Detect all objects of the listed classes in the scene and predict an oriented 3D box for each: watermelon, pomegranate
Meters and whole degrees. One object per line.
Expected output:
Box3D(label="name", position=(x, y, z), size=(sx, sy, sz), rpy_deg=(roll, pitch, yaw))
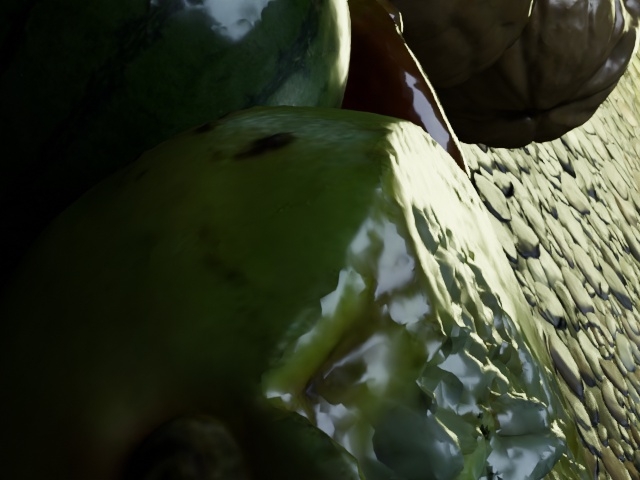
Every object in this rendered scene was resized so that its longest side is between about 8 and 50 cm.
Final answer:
Box3D(label="watermelon", position=(-0.075, -0.088, 0.694), size=(0.188, 0.188, 0.215), rpy_deg=(46, 66, -29))
Box3D(label="pomegranate", position=(-0.003, 0.127, 0.590), size=(0.358, 0.216, 0.310), rpy_deg=(51, 18, -66))

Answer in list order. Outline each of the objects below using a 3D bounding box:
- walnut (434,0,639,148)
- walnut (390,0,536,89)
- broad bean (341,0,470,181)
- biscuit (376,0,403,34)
Box3D(label="walnut", position=(0.143, -0.179, 1.270), size=(0.213, 0.213, 0.213), rpy_deg=(45, 27, -30))
Box3D(label="walnut", position=(0.031, -0.202, 1.041), size=(0.261, 0.225, 0.225), rpy_deg=(42, 26, -59))
Box3D(label="broad bean", position=(-0.008, -0.039, 0.828), size=(0.122, 0.156, 0.229), rpy_deg=(-23, 81, -53))
Box3D(label="biscuit", position=(-0.061, -0.171, 0.907), size=(0.208, 0.164, 0.047), rpy_deg=(52, 57, -18))
